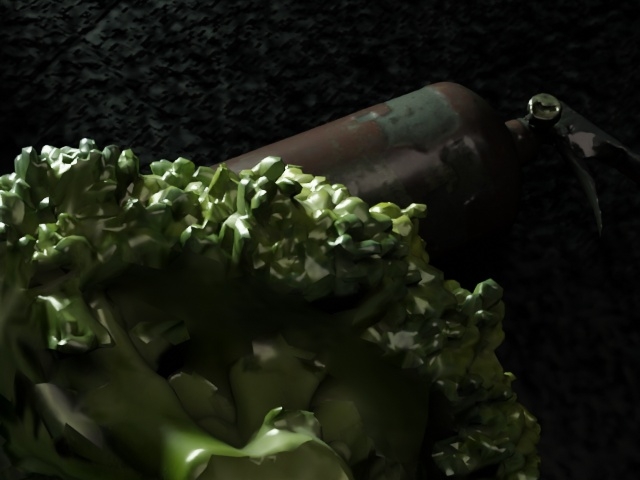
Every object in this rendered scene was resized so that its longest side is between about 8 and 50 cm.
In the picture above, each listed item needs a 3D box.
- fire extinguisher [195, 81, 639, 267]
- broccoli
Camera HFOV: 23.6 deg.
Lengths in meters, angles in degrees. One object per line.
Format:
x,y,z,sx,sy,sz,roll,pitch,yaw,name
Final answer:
0.000,0.000,0.602,0.268,0.072,0.089,-21,56,-12,fire extinguisher
-0.023,0.084,0.488,0.198,0.176,0.226,-22,67,-3,broccoli
